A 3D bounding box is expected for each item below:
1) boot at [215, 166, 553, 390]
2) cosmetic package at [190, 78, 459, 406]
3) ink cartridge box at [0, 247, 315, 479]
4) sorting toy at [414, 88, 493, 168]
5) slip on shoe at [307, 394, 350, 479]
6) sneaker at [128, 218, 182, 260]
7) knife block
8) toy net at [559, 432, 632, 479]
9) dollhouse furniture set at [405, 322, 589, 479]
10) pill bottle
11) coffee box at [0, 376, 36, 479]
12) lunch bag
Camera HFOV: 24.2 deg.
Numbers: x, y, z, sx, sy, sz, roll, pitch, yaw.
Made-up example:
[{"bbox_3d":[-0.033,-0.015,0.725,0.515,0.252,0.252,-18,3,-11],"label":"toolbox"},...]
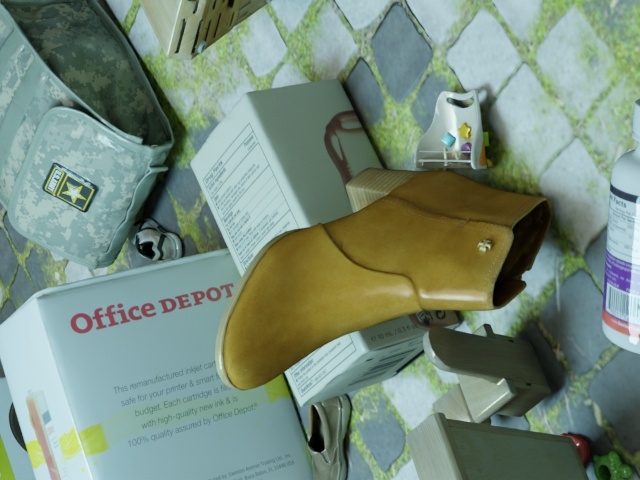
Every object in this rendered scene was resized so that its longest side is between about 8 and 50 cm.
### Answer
[{"bbox_3d":[0.061,0.039,1.331,0.211,0.295,0.104,14,141,39],"label":"boot"},{"bbox_3d":[0.000,0.000,1.539,0.153,0.129,0.296,-44,66,51],"label":"cosmetic package"},{"bbox_3d":[-0.177,0.231,1.718,0.160,0.279,0.385,-30,75,53],"label":"ink cartridge box"},{"bbox_3d":[0.132,-0.105,1.411,0.083,0.045,0.075,5,97,52],"label":"sorting toy"},{"bbox_3d":[0.003,0.233,1.676,0.051,0.041,0.135,35,126,42],"label":"slip on shoe"},{"bbox_3d":[-0.220,0.000,1.900,0.109,0.044,0.040,19,118,51],"label":"sneaker"},{"bbox_3d":[-0.171,-0.318,1.587,0.242,0.276,0.088,26,126,12],"label":"knife block"},{"bbox_3d":[0.197,0.238,1.419,0.232,0.045,0.122,10,108,52],"label":"toy net"},{"bbox_3d":[0.067,0.291,1.379,0.355,0.174,0.303,-44,48,34],"label":"dollhouse furniture set"},{"bbox_3d":[0.282,-0.013,1.181,0.108,0.108,0.193,21,116,48],"label":"pill bottle"},{"bbox_3d":[-0.459,0.416,2.073,0.338,0.334,0.337,-56,49,44],"label":"coffee box"},{"bbox_3d":[-0.317,-0.131,1.889,0.287,0.169,0.235,52,134,22],"label":"lunch bag"}]
